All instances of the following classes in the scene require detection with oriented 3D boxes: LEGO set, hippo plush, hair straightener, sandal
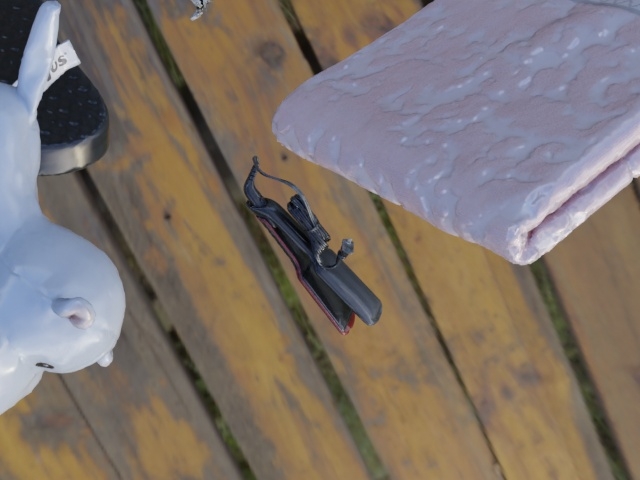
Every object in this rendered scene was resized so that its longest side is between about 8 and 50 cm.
[{"bbox_3d":[-0.114,-0.259,1.490,0.023,0.054,0.083,4,101,5],"label":"LEGO set"},{"bbox_3d":[-0.255,0.015,1.198,0.294,0.234,0.236,-35,83,-8],"label":"hippo plush"},{"bbox_3d":[0.000,0.000,1.601,0.089,0.047,0.230,-19,115,37],"label":"hair straightener"},{"bbox_3d":[-0.368,-0.203,1.702,0.167,0.446,0.107,-12,136,-21],"label":"sandal"}]

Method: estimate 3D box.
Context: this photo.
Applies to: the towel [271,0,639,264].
[{"bbox_3d":[0.157,-0.132,1.122,0.317,0.332,0.053,-38,121,-14],"label":"towel"}]
